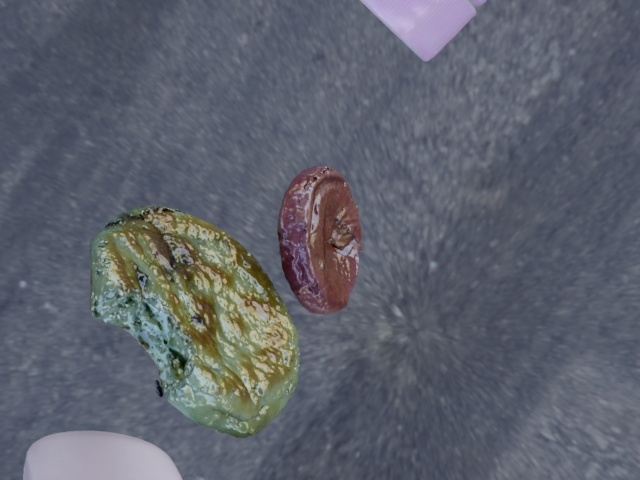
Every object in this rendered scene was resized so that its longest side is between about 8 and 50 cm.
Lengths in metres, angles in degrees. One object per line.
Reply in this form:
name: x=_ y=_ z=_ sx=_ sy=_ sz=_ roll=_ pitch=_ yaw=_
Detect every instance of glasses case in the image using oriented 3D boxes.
glasses case: x=-0.137 y=0.211 z=0.929 sx=0.113 sy=0.297 sz=0.075 roll=7 pitch=107 yaw=-18

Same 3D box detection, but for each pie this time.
pie: x=-0.131 y=0.080 z=1.499 sx=0.067 sy=0.302 sz=0.302 roll=-40 pitch=84 yaw=25
pie: x=0.000 y=0.000 z=1.649 sx=0.049 sy=0.182 sz=0.182 roll=-4 pitch=86 yaw=24

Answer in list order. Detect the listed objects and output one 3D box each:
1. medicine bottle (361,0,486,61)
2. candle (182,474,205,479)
medicine bottle: x=0.146 y=-0.364 z=1.422 sx=0.202 sy=0.202 sz=0.316 roll=44 pitch=97 yaw=5
candle: x=-0.128 y=0.381 z=1.451 sx=0.342 sy=0.221 sz=0.221 roll=42 pitch=90 yaw=-11
